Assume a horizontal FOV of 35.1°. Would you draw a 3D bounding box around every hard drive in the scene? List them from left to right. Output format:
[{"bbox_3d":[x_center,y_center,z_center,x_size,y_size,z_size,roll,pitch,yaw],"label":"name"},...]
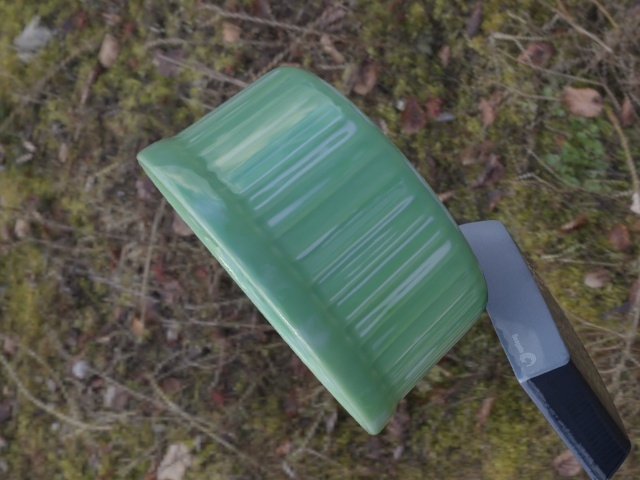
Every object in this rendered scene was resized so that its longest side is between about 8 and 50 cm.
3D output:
[{"bbox_3d":[0.207,0.091,0.952,0.054,0.172,0.254,-32,28,13],"label":"hard drive"}]

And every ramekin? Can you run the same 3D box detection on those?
[{"bbox_3d":[0.000,0.000,0.850,0.148,0.303,0.303,-40,55,-7],"label":"ramekin"}]
